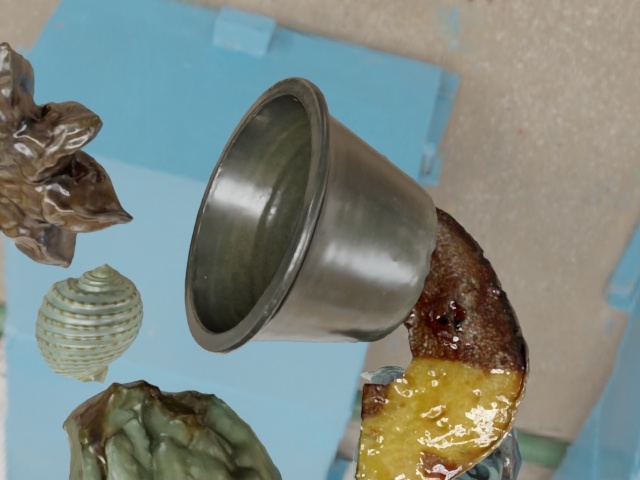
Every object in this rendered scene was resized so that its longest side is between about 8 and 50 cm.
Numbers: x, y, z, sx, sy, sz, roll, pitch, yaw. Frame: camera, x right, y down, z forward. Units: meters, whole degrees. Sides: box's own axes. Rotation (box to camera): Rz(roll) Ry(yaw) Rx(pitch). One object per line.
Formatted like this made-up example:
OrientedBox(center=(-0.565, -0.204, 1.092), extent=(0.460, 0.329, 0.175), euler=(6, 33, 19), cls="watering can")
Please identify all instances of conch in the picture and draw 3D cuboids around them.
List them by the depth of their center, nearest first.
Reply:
OrientedBox(center=(-0.300, 0.106, 1.681), extent=(0.135, 0.153, 0.102), euler=(11, 170, -10), cls="conch")

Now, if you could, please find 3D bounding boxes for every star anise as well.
OrientedBox(center=(-0.348, -0.094, 1.368), extent=(0.315, 0.108, 0.315), euler=(12, 139, 11), cls="star anise")

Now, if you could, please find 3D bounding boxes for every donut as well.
OrientedBox(center=(0.123, 0.108, 1.227), extent=(0.151, 0.295, 0.112), euler=(3, 169, 10), cls="donut")

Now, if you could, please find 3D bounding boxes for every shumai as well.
OrientedBox(center=(-0.098, 0.234, 0.958), extent=(0.304, 0.263, 0.309), euler=(-7, 170, 39), cls="shumai")

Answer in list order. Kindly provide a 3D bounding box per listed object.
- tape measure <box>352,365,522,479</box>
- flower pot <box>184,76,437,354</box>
OrientedBox(center=(0.166, 0.329, 1.829), extent=(0.275, 0.256, 0.147), euler=(26, 152, -31), cls="tape measure")
OrientedBox(center=(0.000, 0.000, 1.077), extent=(0.148, 0.235, 0.235), euler=(20, 139, -25), cls="flower pot")
